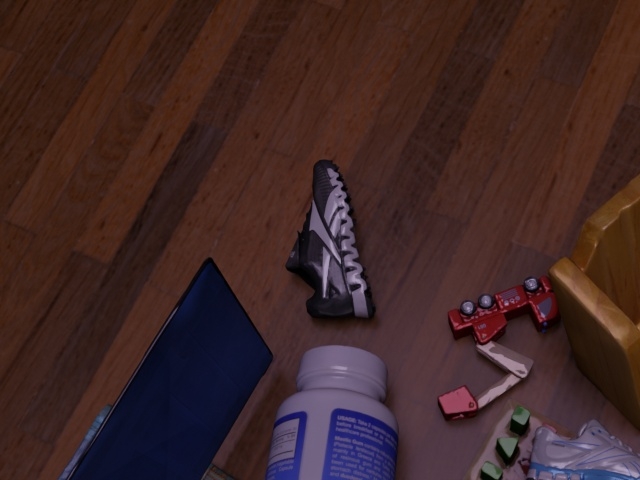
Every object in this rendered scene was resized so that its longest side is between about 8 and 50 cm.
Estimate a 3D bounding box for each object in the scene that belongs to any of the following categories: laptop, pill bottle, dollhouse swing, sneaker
[{"bbox_3d":[-0.101,0.298,1.045,0.236,0.382,0.408,-26,68,-3],"label":"laptop"},{"bbox_3d":[0.014,0.268,1.190,0.152,0.152,0.272,2,56,10],"label":"pill bottle"},{"bbox_3d":[0.505,0.080,1.135,0.347,0.315,0.305,-39,48,-8],"label":"dollhouse swing"},{"bbox_3d":[0.000,0.000,1.349,0.106,0.078,0.234,-12,69,2],"label":"sneaker"},{"bbox_3d":[0.330,0.246,1.148,0.191,0.071,0.083,8,69,-4],"label":"sneaker"}]

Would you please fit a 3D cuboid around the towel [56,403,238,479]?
[{"bbox_3d":[-0.191,0.400,1.243,0.370,0.040,0.271,28,76,18],"label":"towel"}]

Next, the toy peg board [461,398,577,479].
[{"bbox_3d":[0.256,0.287,1.193,0.161,0.079,0.161,28,76,18],"label":"toy peg board"}]

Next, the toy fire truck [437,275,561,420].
[{"bbox_3d":[0.224,0.136,1.276,0.192,0.047,0.135,-20,67,0],"label":"toy fire truck"}]
